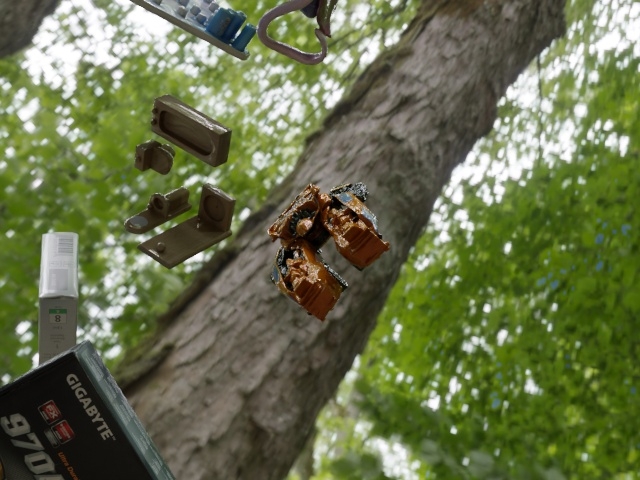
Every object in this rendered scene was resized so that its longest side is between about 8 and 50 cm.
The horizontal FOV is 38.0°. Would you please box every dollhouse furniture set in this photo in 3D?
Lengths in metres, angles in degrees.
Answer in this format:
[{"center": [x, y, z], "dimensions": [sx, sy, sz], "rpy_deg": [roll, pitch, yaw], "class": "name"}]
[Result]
[{"center": [-0.196, -0.078, 1.196], "dimensions": [0.144, 0.123, 0.151], "rpy_deg": [31, -52, 23], "class": "dollhouse furniture set"}]

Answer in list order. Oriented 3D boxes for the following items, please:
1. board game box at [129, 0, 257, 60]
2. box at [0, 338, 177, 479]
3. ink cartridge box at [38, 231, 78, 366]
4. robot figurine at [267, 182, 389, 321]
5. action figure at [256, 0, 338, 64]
[{"center": [-0.298, -0.444, 1.358], "dimensions": [0.390, 0.390, 0.050], "rpy_deg": [23, -66, -35], "class": "board game box"}, {"center": [-0.237, 0.228, 0.861], "dimensions": [0.175, 0.051, 0.220], "rpy_deg": [-29, -83, 6], "class": "box"}, {"center": [-0.357, 0.127, 1.261], "dimensions": [0.056, 0.181, 0.224], "rpy_deg": [0, -63, -15], "class": "ink cartridge box"}, {"center": [0.000, 0.000, 1.383], "dimensions": [0.085, 0.291, 0.211], "rpy_deg": [40, -85, -22], "class": "robot figurine"}, {"center": [0.011, -0.414, 1.277], "dimensions": [0.248, 0.275, 0.370], "rpy_deg": [13, -2, -30], "class": "action figure"}]
